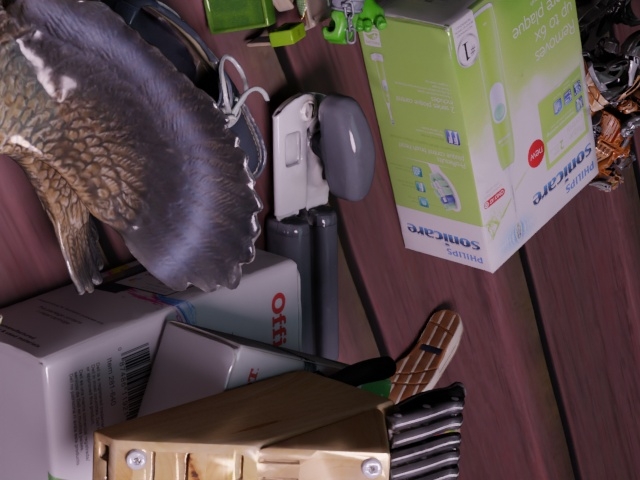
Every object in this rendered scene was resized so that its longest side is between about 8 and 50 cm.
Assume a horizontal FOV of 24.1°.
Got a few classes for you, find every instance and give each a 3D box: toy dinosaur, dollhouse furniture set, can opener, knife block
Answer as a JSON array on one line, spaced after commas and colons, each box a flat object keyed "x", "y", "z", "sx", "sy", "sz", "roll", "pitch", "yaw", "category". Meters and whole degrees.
[{"x": 0.309, "y": -0.185, "z": 1.674, "sx": 0.218, "sy": 0.164, "sz": 0.322, "roll": -45, "pitch": 157, "yaw": -8, "category": "toy dinosaur"}, {"x": -0.042, "y": -0.216, "z": 1.336, "sx": 0.152, "sy": 0.058, "sz": 0.076, "roll": -43, "pitch": 127, "yaw": -58, "category": "dollhouse furniture set"}, {"x": 0.000, "y": 0.000, "z": 1.402, "sx": 0.076, "sy": 0.095, "sz": 0.283, "roll": -22, "pitch": 118, "yaw": -43, "category": "can opener"}, {"x": -0.023, "y": 0.153, "z": 1.130, "sx": 0.242, "sy": 0.276, "sz": 0.088, "roll": -100, "pitch": -167, "yaw": -77, "category": "knife block"}]

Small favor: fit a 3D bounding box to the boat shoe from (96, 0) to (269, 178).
[{"x": -0.109, "y": -0.121, "z": 1.245, "sx": 0.095, "sy": 0.079, "sz": 0.254, "roll": -57, "pitch": 138, "yaw": -20, "category": "boat shoe"}]

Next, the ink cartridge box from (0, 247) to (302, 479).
[{"x": -0.149, "y": 0.133, "z": 1.255, "sx": 0.278, "sy": 0.117, "sz": 0.201, "roll": -21, "pitch": 119, "yaw": -44, "category": "ink cartridge box"}]

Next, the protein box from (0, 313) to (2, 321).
[{"x": -0.344, "y": 0.098, "z": 0.946, "sx": 0.136, "sy": 0.201, "sz": 0.200, "roll": 27, "pitch": 82, "yaw": -50, "category": "protein box"}]

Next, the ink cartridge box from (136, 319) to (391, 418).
[{"x": -0.051, "y": 0.159, "z": 1.216, "sx": 0.208, "sy": 0.087, "sz": 0.153, "roll": 21, "pitch": 86, "yaw": -51, "category": "ink cartridge box"}]

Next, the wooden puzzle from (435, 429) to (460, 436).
[{"x": 0.143, "y": 0.218, "z": 1.716, "sx": 0.049, "sy": 0.006, "sz": 0.083, "roll": -24, "pitch": 120, "yaw": -43, "category": "wooden puzzle"}]

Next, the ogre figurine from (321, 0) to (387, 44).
[{"x": 0.055, "y": -0.272, "z": 1.377, "sx": 0.197, "sy": 0.097, "sz": 0.118, "roll": -33, "pitch": 137, "yaw": -28, "category": "ogre figurine"}]

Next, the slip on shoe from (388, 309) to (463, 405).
[{"x": 0.113, "y": 0.136, "z": 1.623, "sx": 0.135, "sy": 0.051, "sz": 0.041, "roll": -57, "pitch": 150, "yaw": -29, "category": "slip on shoe"}]

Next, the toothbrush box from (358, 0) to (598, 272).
[{"x": 0.166, "y": -0.146, "z": 1.530, "sx": 0.206, "sy": 0.122, "sz": 0.283, "roll": -39, "pitch": 131, "yaw": -35, "category": "toothbrush box"}]

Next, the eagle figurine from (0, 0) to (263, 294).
[{"x": -0.205, "y": -0.082, "z": 1.051, "sx": 0.298, "sy": 0.226, "sz": 0.225, "roll": 24, "pitch": 120, "yaw": -35, "category": "eagle figurine"}]
